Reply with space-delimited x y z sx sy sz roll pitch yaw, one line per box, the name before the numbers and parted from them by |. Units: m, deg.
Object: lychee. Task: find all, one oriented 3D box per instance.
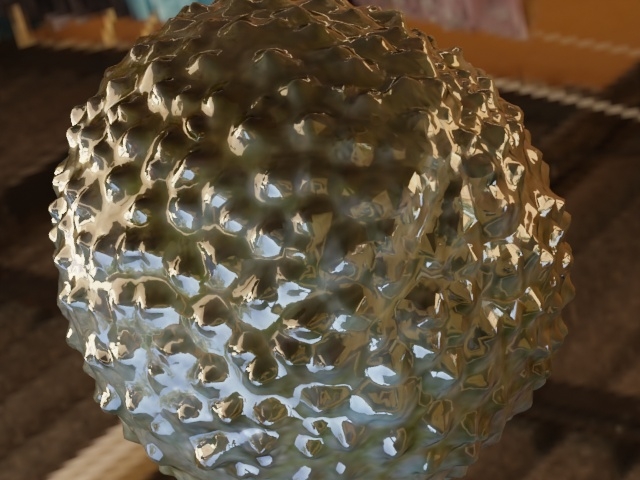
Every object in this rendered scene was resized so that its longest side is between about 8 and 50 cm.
lychee | 0.000 0.000 0.875 0.255 0.255 0.274 -31 177 -31
